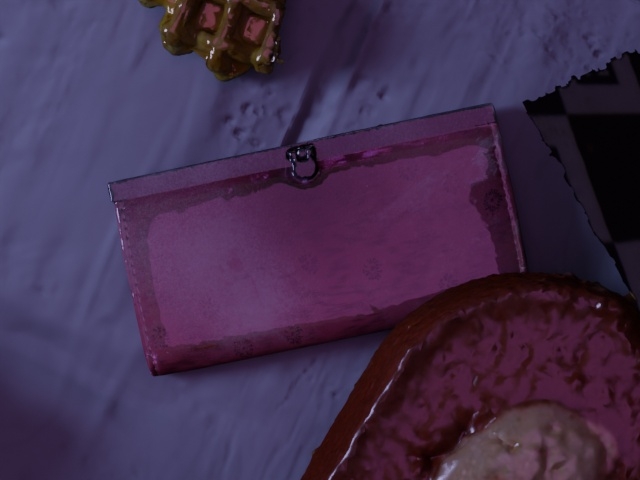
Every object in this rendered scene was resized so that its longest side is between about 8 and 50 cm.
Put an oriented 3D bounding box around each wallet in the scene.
[{"bbox_3d":[0.000,0.000,0.931,0.232,0.025,0.119,-12,87,2],"label":"wallet"}]

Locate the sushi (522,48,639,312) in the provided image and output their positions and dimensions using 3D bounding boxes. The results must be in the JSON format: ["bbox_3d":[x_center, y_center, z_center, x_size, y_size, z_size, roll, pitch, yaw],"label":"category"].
[{"bbox_3d":[0.254,0.036,0.837,0.339,0.069,0.320,-26,86,-45],"label":"sushi"}]

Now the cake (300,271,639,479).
[{"bbox_3d":[0.083,0.143,0.850,0.177,0.151,0.283,26,97,-1],"label":"cake"}]

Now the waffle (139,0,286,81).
[{"bbox_3d":[-0.042,-0.193,0.934,0.161,0.046,0.192,-19,87,2],"label":"waffle"}]
